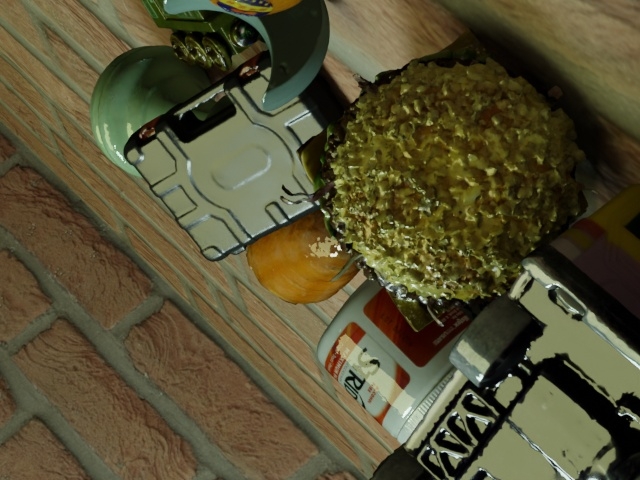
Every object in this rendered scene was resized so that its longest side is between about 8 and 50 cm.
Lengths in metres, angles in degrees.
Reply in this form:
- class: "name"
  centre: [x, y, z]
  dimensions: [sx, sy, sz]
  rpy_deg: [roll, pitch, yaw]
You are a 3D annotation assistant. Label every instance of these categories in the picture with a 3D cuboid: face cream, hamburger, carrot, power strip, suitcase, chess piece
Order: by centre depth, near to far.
- class: "hamburger"
  centre: [0.107, -0.051, 1.195]
  dimensions: [0.243, 0.262, 0.138]
  rpy_deg: [52, -175, 0]
- class: "power strip"
  centre: [-0.073, -0.244, 1.437]
  dimensions: [0.216, 0.137, 0.044]
  rpy_deg: [48, 173, 22]
- class: "suitcase"
  centre: [-0.088, -0.104, 1.679]
  dimensions: [0.285, 0.066, 0.206]
  rpy_deg: [-27, 109, 34]
- class: "face cream"
  centre: [0.124, 0.139, 1.710]
  dimensions: [0.187, 0.201, 0.201]
  rpy_deg: [45, 165, 16]
- class: "carrot"
  centre: [0.000, 0.000, 1.818]
  dimensions: [0.159, 0.159, 0.225]
  rpy_deg: [50, 163, -5]
- class: "chess piece"
  centre: [-0.164, -0.159, 1.870]
  dimensions: [0.299, 0.194, 0.194]
  rpy_deg: [19, 148, 46]

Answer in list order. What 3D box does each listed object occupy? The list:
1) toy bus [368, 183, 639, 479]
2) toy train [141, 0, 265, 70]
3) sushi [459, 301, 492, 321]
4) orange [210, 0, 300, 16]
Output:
- class: "toy bus"
  centre: [0.205, 0.182, 1.197]
  dimensions: [0.209, 0.249, 0.440]
  rpy_deg: [41, 132, 16]
- class: "toy train"
  centre: [-0.145, -0.283, 1.646]
  dimensions: [0.137, 0.090, 0.225]
  rpy_deg: [59, 163, -22]
- class: "sushi"
  centre: [0.142, -0.034, 1.357]
  dimensions: [0.219, 0.047, 0.231]
  rpy_deg: [47, -151, 8]
- class: "orange"
  centre: [-0.072, -0.293, 1.252]
  dimensions: [0.177, 0.155, 0.177]
  rpy_deg: [25, -163, -8]
